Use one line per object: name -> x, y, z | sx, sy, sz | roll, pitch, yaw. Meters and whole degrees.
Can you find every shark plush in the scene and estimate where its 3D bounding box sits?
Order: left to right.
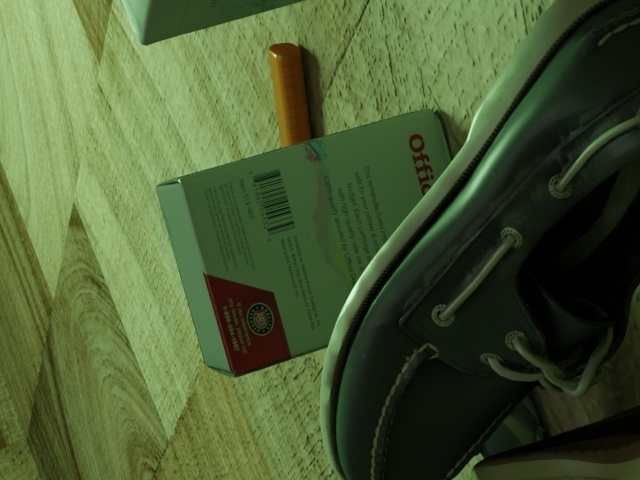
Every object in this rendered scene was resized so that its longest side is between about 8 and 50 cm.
shark plush -> 0.102, 0.128, 1.039 | 0.073, 0.067, 0.161 | -4, 102, 69

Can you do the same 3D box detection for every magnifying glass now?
magnifying glass -> -0.015, -0.041, 1.270 | 0.092, 0.026, 0.231 | 42, 143, 55

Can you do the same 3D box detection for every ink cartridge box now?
ink cartridge box -> 0.000, 0.000, 1.049 | 0.072, 0.175, 0.127 | 178, 76, -72

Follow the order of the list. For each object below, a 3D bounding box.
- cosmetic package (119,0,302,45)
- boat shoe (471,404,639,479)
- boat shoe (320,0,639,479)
cosmetic package -> 0.006, -0.227, 0.777 | 0.138, 0.225, 0.224 | 64, 158, 16
boat shoe -> 0.172, 0.136, 0.817 | 0.302, 0.109, 0.098 | -23, 84, 64
boat shoe -> 0.098, 0.026, 0.799 | 0.099, 0.116, 0.319 | 53, 126, 39
